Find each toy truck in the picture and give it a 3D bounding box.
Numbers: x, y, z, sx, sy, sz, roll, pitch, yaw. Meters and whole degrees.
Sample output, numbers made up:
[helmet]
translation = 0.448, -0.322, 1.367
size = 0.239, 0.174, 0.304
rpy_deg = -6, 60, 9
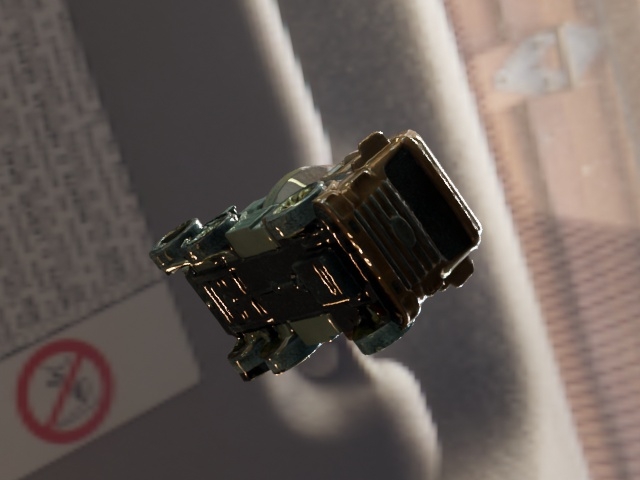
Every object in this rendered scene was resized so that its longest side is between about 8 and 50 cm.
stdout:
[toy truck]
translation = 0.000, 0.000, 1.186
size = 0.140, 0.256, 0.108
rpy_deg = -41, -78, -28
